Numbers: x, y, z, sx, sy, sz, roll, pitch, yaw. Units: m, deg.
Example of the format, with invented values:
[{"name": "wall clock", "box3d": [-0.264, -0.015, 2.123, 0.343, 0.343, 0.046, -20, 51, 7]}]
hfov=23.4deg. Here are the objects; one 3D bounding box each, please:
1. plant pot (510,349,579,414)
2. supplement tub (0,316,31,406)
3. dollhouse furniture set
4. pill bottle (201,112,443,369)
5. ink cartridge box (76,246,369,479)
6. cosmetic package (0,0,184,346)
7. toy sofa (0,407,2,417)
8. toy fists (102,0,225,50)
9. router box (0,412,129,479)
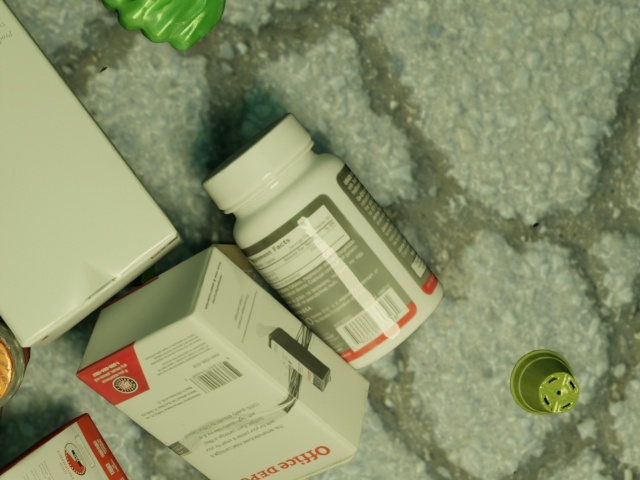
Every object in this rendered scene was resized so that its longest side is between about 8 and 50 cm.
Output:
[{"name": "plant pot", "box3d": [0.285, 0.183, 1.918, 0.083, 0.079, 0.083, -1, 95, -7]}, {"name": "supplement tub", "box3d": [-0.392, 0.133, 1.765, 0.117, 0.190, 0.117, -1, 94, -7]}, {"name": "dollhouse furniture set", "box3d": [-0.156, 0.042, 1.876, 0.151, 0.058, 0.076, 1, 87, -27]}, {"name": "pill bottle", "box3d": [0.000, 0.000, 1.823, 0.161, 0.161, 0.283, -39, 98, -3]}, {"name": "ink cartridge box", "box3d": [-0.106, 0.160, 1.765, 0.197, 0.114, 0.273, -27, 122, 35]}, {"name": "cosmetic package", "box3d": [-0.350, -0.090, 1.743, 0.217, 0.156, 0.385, -35, 90, -3]}, {"name": "toy sofa", "box3d": [-0.457, 0.365, 1.797, 0.177, 0.150, 0.363, 0, 95, -9]}, {"name": "toy fists", "box3d": [-0.229, -0.341, 1.800, 0.279, 0.096, 0.142, 45, 78, -7]}, {"name": "router box", "box3d": [-0.251, 0.385, 1.685, 0.082, 0.301, 0.335, -31, 92, 15]}]
